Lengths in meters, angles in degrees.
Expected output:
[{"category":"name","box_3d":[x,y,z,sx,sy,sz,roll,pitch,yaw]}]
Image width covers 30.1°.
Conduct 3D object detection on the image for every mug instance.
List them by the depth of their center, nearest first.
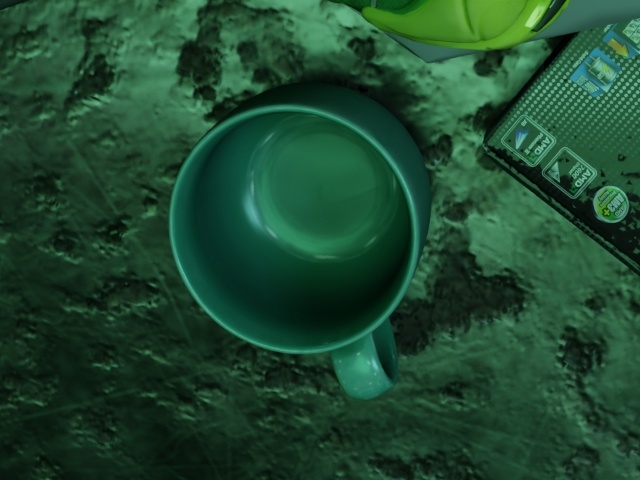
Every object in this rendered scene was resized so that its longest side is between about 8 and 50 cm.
[{"category":"mug","box_3d":[-0.008,-0.006,0.636,0.129,0.097,0.158,12,110,6]}]

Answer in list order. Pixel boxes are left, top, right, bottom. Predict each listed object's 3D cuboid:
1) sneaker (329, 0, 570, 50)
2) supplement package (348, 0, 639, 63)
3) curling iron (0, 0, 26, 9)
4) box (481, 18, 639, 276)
[{"category":"sneaker","box_3d":[0.053,-0.220,0.443,0.123,0.109,0.296,9,83,27]},{"category":"supplement package","box_3d":[0.106,-0.157,0.527,0.179,0.105,0.105,-9,79,25]},{"category":"curling iron","box_3d":[-0.113,-0.175,0.634,0.274,0.035,0.068,-26,97,17]},{"category":"box","box_3d":[0.211,-0.065,0.602,0.184,0.045,0.191,39,110,-1]}]
